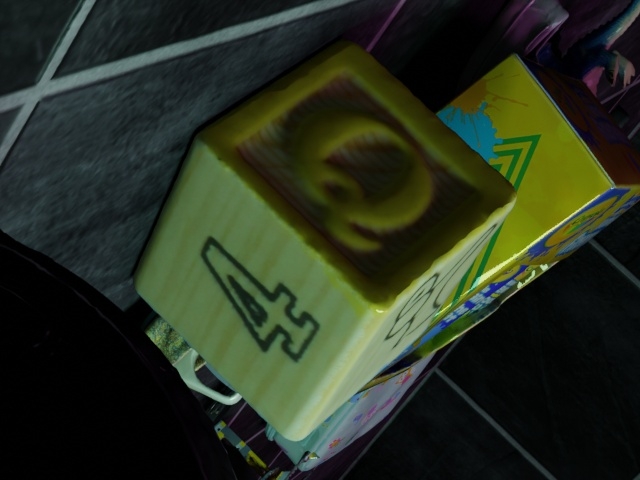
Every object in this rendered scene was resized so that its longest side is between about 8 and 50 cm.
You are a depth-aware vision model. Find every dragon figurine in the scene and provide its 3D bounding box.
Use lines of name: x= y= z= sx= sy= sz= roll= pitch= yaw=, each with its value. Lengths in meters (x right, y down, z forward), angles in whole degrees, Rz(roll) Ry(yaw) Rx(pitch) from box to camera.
dragon figurine: x=0.280 y=-0.194 z=1.907 sx=0.085 sy=0.144 sz=0.289 roll=-25 pitch=136 yaw=-59

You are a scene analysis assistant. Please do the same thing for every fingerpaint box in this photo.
fingerpaint box: x=0.138 y=-0.005 z=1.675 sx=0.371 sy=0.163 sz=0.445 roll=-38 pitch=172 yaw=14

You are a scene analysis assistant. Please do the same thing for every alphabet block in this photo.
alphabet block: x=0.000 y=0.000 z=1.270 sx=0.192 sy=0.193 sz=0.197 roll=-39 pitch=167 yaw=-40

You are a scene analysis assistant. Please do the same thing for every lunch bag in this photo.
lunch bag: x=0.048 y=0.198 z=2.365 sx=0.224 sy=0.108 sz=0.279 roll=-23 pitch=153 yaw=-52

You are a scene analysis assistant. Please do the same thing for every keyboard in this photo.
keyboard: x=-0.099 y=0.165 z=1.929 sx=0.180 sy=0.023 sz=0.108 roll=-54 pitch=173 yaw=28

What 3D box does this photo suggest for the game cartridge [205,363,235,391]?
game cartridge: x=-0.091 y=0.106 z=1.585 sx=0.056 sy=0.083 sz=0.017 roll=-52 pitch=163 yaw=30

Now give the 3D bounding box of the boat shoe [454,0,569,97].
boat shoe: x=0.198 y=-0.187 z=1.685 sx=0.066 sy=0.063 sz=0.184 roll=-36 pitch=164 yaw=-45

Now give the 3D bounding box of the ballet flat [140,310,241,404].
ballet flat: x=-0.132 y=0.118 z=1.394 sx=0.348 sy=0.123 sz=0.123 roll=-44 pitch=169 yaw=-12

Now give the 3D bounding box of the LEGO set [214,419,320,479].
LEGO set: x=-0.138 y=0.395 z=2.142 sx=0.255 sy=0.192 sz=0.331 roll=-40 pitch=167 yaw=-33

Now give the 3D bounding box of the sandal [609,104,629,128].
sandal: x=0.230 y=-0.065 z=2.199 sx=0.167 sy=0.107 sz=0.446 roll=-37 pitch=178 yaw=-45

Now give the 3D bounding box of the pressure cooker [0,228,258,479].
pressure cooker: x=-0.208 y=0.204 z=0.770 sx=0.420 sy=0.369 sz=0.376 roll=107 pitch=-1 yaw=-68
